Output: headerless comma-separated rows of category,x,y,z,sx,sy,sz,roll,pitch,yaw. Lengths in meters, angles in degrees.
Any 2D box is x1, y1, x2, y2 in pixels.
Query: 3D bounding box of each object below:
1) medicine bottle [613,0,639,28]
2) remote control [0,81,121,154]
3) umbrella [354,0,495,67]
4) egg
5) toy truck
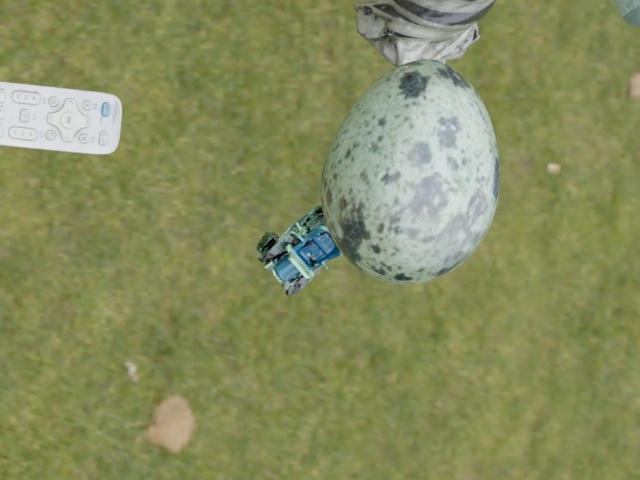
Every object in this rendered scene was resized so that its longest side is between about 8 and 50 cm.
medicine bottle,0.429,-0.339,2.160,0.053,0.090,0.208,-25,85,-21
remote control,-0.344,-0.144,1.843,0.229,0.044,0.073,5,95,-4
umbrella,0.162,-0.274,1.289,0.113,0.357,0.106,-5,61,-46
egg,0.068,-0.052,1.188,0.132,0.132,0.172,20,77,-47
toy truck,-0.001,0.001,1.903,0.080,0.154,0.078,48,18,-16
